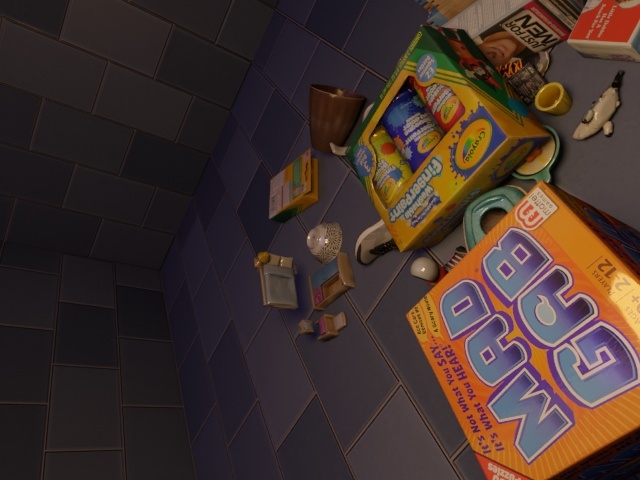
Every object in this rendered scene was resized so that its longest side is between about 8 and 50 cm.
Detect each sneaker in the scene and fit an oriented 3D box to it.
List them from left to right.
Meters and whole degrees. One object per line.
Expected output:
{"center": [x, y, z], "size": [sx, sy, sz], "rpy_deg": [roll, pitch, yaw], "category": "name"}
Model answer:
{"center": [0.205, -0.006, 1.466], "size": [0.271, 0.100, 0.108], "rpy_deg": [-49, 47, 33], "category": "sneaker"}
{"center": [0.368, 0.056, 1.235], "size": [0.170, 0.063, 0.075], "rpy_deg": [-29, 54, 41], "category": "sneaker"}
{"center": [0.491, -0.429, 1.228], "size": [0.215, 0.083, 0.084], "rpy_deg": [-25, 56, 48], "category": "sneaker"}

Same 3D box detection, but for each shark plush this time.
{"center": [0.612, -0.301, 1.031], "size": [0.067, 0.073, 0.161], "rpy_deg": [-95, 20, -81], "category": "shark plush"}

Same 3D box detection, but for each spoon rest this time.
{"center": [0.163, -0.411, 1.721], "size": [0.276, 0.084, 0.137], "rpy_deg": [-37, 49, 25], "category": "spoon rest"}

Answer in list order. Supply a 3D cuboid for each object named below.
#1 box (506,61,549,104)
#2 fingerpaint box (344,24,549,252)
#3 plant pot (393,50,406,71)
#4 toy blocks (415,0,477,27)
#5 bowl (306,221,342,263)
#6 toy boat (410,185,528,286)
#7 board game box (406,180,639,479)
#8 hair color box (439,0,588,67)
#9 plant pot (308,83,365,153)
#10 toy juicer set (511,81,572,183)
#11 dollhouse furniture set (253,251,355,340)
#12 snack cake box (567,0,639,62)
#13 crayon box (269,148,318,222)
{"center": [0.523, -0.395, 1.174], "size": [0.067, 0.083, 0.018], "rpy_deg": [-39, 6, 42], "category": "box"}
{"center": [0.285, -0.246, 1.216], "size": [0.371, 0.163, 0.445], "rpy_deg": [64, 145, 23], "category": "fingerpaint box"}
{"center": [0.328, -0.560, 1.563], "size": [0.236, 0.032, 0.236], "rpy_deg": [-26, 56, 48], "category": "plant pot"}
{"center": [0.371, -0.749, 1.303], "size": [0.261, 0.190, 0.382], "rpy_deg": [-18, 49, 58], "category": "toy blocks"}
{"center": [0.000, 0.000, 1.776], "size": [0.170, 0.080, 0.170], "rpy_deg": [-28, 55, 49], "category": "bowl"}
{"center": [0.370, 0.026, 1.090], "size": [0.318, 0.148, 0.268], "rpy_deg": [-33, 54, 29], "category": "toy boat"}
{"center": [0.446, 0.183, 0.805], "size": [0.356, 0.356, 0.356], "rpy_deg": [-52, 40, 30], "category": "board game box"}
{"center": [0.466, -0.539, 1.214], "size": [0.374, 0.185, 0.114], "rpy_deg": [-19, 63, 52], "category": "hair color box"}
{"center": [0.041, -0.463, 1.813], "size": [0.215, 0.215, 0.230], "rpy_deg": [49, 132, 52], "category": "plant pot"}
{"center": [0.485, -0.206, 1.141], "size": [0.209, 0.089, 0.329], "rpy_deg": [-2, 76, 55], "category": "toy juicer set"}
{"center": [-0.059, 0.163, 1.597], "size": [0.198, 0.303, 0.286], "rpy_deg": [-43, 45, 40], "category": "dollhouse furniture set"}
{"center": [0.674, -0.529, 0.995], "size": [0.152, 0.089, 0.264], "rpy_deg": [41, 111, 52], "category": "snack cake box"}
{"center": [-0.105, -0.229, 2.016], "size": [0.323, 0.083, 0.203], "rpy_deg": [-28, 55, 49], "category": "crayon box"}
